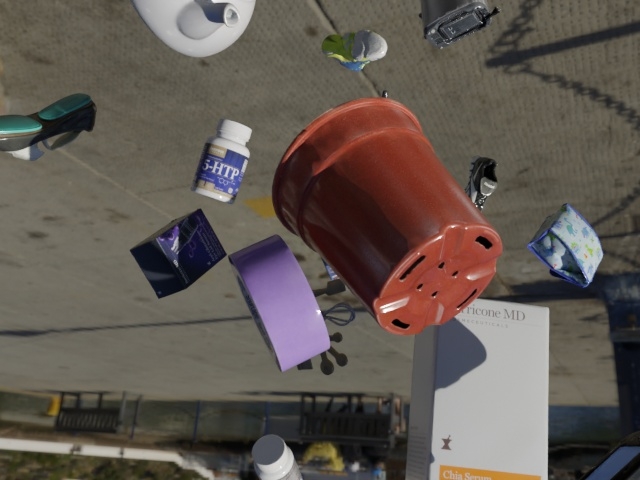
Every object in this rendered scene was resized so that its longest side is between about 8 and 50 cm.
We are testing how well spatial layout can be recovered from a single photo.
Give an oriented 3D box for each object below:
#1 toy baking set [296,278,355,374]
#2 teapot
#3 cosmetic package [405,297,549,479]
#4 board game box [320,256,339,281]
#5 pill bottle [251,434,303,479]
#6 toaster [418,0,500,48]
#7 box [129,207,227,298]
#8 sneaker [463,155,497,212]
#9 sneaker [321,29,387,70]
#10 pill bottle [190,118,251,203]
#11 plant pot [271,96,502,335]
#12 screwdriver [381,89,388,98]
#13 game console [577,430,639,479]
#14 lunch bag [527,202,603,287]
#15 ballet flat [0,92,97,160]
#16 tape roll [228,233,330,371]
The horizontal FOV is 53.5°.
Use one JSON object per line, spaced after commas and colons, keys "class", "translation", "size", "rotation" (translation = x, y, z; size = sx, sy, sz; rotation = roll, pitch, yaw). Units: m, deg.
{"class": "toy baking set", "translation": [-0.005, 0.193, 1.472], "size": [0.196, 0.257, 0.030], "rotation": [16, -162, 35]}
{"class": "teapot", "translation": [-0.188, -0.446, 1.047], "size": [0.187, 0.256, 0.252], "rotation": [-22, -171, 29]}
{"class": "cosmetic package", "translation": [0.298, 0.347, 1.217], "size": [0.229, 0.454, 0.161], "rotation": [7, 164, -5]}
{"class": "board game box", "translation": [0.000, 0.000, 1.949], "size": [0.042, 0.243, 0.165], "rotation": [-24, 154, 0]}
{"class": "pill bottle", "translation": [-0.083, 0.438, 1.218], "size": [0.078, 0.078, 0.137], "rotation": [-1, 131, 14]}
{"class": "toaster", "translation": [0.394, -0.675, 1.840], "size": [0.226, 0.147, 0.129], "rotation": [-21, 157, 30]}
{"class": "box", "translation": [-0.368, 0.032, 1.663], "size": [0.108, 0.207, 0.153], "rotation": [-20, 106, 32]}
{"class": "sneaker", "translation": [0.523, -0.166, 2.070], "size": [0.078, 0.235, 0.106], "rotation": [13, 178, -23]}
{"class": "sneaker", "translation": [0.121, -0.555, 1.872], "size": [0.240, 0.091, 0.126], "rotation": [23, 180, 41]}
{"class": "pill bottle", "translation": [-0.233, -0.191, 1.526], "size": [0.111, 0.187, 0.112], "rotation": [18, 180, 0]}
{"class": "plant pot", "translation": [0.105, -0.025, 0.928], "size": [0.272, 0.265, 0.273], "rotation": [-19, 138, -18]}
{"class": "screwdriver", "translation": [0.229, -0.460, 2.301], "size": [0.024, 0.025, 0.170], "rotation": [8, 122, 10]}
{"class": "game console", "translation": [0.367, 0.391, 0.937], "size": [0.361, 0.044, 0.213], "rotation": [-32, 178, -17]}
{"class": "lunch bag", "translation": [0.554, 0.016, 1.409], "size": [0.151, 0.129, 0.096], "rotation": [43, 140, 4]}
{"class": "ballet flat", "translation": [-0.569, -0.217, 1.281], "size": [0.095, 0.280, 0.096], "rotation": [27, 128, 28]}
{"class": "tape roll", "translation": [-0.063, 0.092, 0.937], "size": [0.080, 0.189, 0.189], "rotation": [-25, 163, -12]}
